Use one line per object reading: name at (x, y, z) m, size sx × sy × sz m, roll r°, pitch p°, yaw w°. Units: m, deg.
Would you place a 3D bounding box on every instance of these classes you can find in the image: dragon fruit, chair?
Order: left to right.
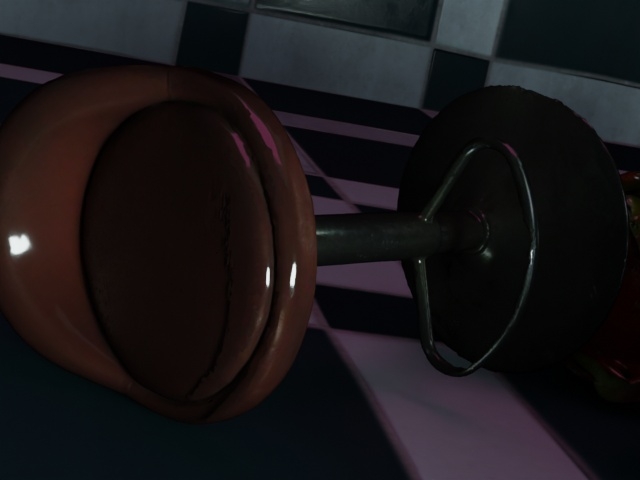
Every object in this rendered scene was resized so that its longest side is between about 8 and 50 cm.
chair at (0.000, 0.000, 0.836) m, size 0.401 × 0.227 × 0.226 m, roll -3°, pitch 20°, yaw -43°
dragon fruit at (0.257, 0.013, 1.008) m, size 0.200 × 0.269 × 0.198 m, roll -28°, pitch -13°, yaw -11°
